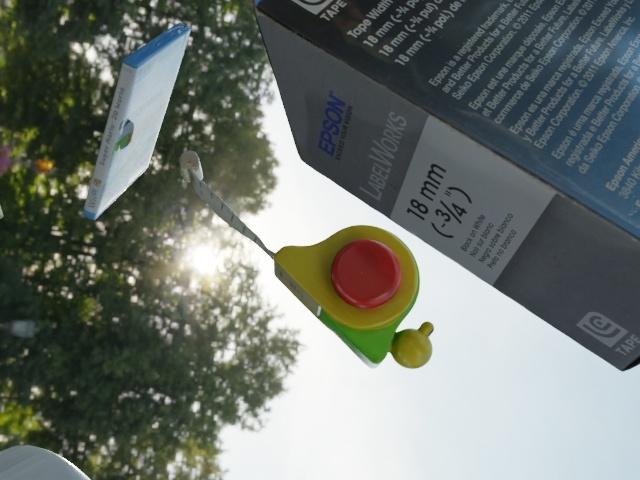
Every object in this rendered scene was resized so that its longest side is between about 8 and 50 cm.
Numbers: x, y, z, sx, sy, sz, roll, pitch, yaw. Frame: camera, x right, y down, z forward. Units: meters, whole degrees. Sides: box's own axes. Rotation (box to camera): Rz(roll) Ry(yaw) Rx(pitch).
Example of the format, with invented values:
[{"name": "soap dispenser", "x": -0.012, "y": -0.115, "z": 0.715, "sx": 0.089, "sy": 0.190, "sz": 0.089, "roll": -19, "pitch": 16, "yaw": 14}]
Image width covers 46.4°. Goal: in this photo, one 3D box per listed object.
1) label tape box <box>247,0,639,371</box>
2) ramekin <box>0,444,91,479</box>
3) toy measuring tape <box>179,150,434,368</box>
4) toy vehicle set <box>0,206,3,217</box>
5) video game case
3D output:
[{"name": "label tape box", "x": 0.107, "y": -0.121, "z": 0.457, "sx": 0.240, "sy": 0.334, "sz": 0.106, "roll": -48, "pitch": 166, "yaw": -29}, {"name": "ramekin", "x": -0.263, "y": 0.318, "z": 0.654, "sx": 0.277, "sy": 0.135, "sz": 0.277, "roll": 16, "pitch": -62, "yaw": 33}, {"name": "toy measuring tape", "x": 0.000, "y": 0.000, "z": 0.778, "sx": 0.330, "sy": 0.121, "sz": 0.121, "roll": 44, "pitch": -48, "yaw": 11}, {"name": "toy vehicle set", "x": -0.559, "y": -0.051, "z": 0.948, "sx": 0.035, "sy": 0.166, "sz": 0.267, "roll": 64, "pitch": 5, "yaw": 23}, {"name": "video game case", "x": -0.171, "y": -0.111, "z": 0.696, "sx": 0.166, "sy": 0.015, "sz": 0.119, "roll": -63, "pitch": -179, "yaw": 34}]
